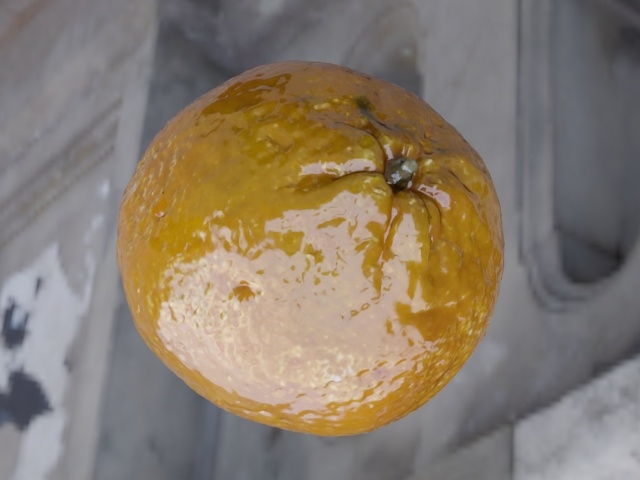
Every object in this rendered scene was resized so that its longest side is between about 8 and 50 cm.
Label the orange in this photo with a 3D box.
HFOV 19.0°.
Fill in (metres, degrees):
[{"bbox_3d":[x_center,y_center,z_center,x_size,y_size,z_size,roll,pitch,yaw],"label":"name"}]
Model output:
[{"bbox_3d":[0.001,-0.001,0.661,0.135,0.136,0.117,24,128,-25],"label":"orange"}]
